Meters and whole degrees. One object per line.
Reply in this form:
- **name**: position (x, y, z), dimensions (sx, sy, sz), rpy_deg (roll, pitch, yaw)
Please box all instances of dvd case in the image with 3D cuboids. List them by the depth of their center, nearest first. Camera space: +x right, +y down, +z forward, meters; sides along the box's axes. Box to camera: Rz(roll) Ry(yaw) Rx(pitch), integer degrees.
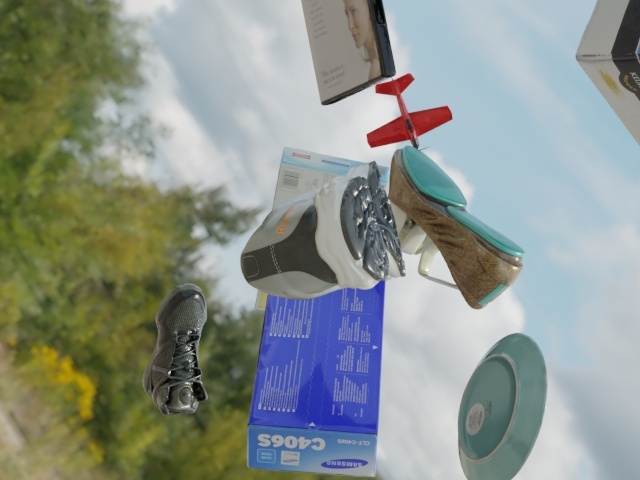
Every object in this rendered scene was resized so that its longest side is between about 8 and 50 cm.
- **dvd case**: position (0.025, -0.317, 1.952), dimensions (0.180, 0.022, 0.253), rpy_deg (-16, -96, 62)

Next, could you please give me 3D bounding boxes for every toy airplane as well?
- **toy airplane**: position (0.141, -0.213, 2.483), dimensions (0.151, 0.151, 0.028), rpy_deg (57, 0, 13)

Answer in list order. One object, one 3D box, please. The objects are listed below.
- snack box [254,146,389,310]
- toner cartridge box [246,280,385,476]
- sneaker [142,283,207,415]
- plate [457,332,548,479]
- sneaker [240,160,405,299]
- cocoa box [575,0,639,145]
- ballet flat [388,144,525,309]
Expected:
- **snack box**: position (0.000, 0.000, 2.614), dimensions (0.060, 0.187, 0.322), rpy_deg (-80, -178, -55)
- **toner cartridge box**: position (0.000, 0.164, 1.986), dimensions (0.348, 0.165, 0.075), rpy_deg (-83, 175, -55)
- **sneaker**: position (-0.215, 0.184, 2.353), dimensions (0.130, 0.087, 0.228), rpy_deg (52, -49, 47)
- **plate**: position (0.201, 0.196, 1.734), dimensions (0.024, 0.188, 0.188), rpy_deg (17, 7, -22)
- **sneaker**: position (0.005, -0.004, 1.202), dimensions (0.271, 0.108, 0.100), rpy_deg (-8, 82, -78)
- **cocoa box**: position (0.550, -0.238, 2.038), dimensions (0.228, 0.231, 0.347), rpy_deg (2, -30, 42)
- **ballet flat**: position (0.166, -0.012, 2.098), dimensions (0.116, 0.124, 0.342), rpy_deg (19, 20, -36)
